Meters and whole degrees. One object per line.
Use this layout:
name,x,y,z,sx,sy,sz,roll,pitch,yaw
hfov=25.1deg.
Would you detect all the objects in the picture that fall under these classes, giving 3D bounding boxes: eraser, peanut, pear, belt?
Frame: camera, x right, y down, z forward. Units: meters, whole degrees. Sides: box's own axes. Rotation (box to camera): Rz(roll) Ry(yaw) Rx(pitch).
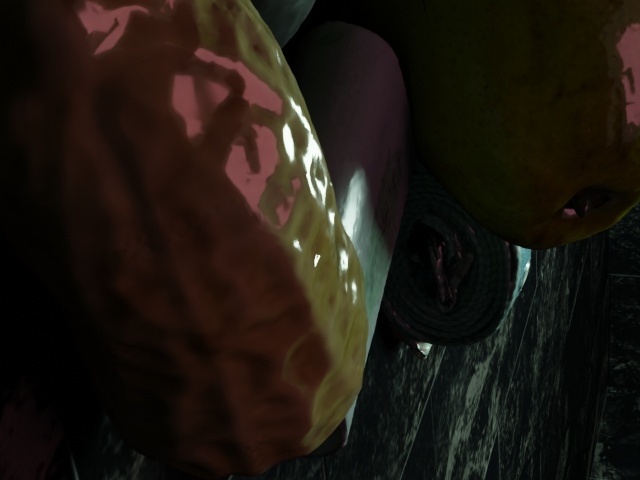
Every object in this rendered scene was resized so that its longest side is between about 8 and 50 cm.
eraser,0.000,0.000,0.919,0.174,0.081,0.227,73,26,-52
peanut,-0.060,-0.011,0.621,0.153,0.140,0.325,-95,170,-45
pear,0.147,-0.155,1.039,0.253,0.253,0.307,52,22,-66
belt,0.100,0.005,1.161,0.163,0.147,0.082,56,35,-19

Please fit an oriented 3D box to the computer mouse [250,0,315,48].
computer mouse,-0.044,-0.227,0.658,0.183,0.116,0.323,-69,157,-60

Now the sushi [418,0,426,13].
sushi,0.024,-0.303,0.756,0.264,0.050,0.290,72,1,-52

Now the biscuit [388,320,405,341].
biscuit,0.103,0.019,1.324,0.170,0.050,0.170,5,90,-73
